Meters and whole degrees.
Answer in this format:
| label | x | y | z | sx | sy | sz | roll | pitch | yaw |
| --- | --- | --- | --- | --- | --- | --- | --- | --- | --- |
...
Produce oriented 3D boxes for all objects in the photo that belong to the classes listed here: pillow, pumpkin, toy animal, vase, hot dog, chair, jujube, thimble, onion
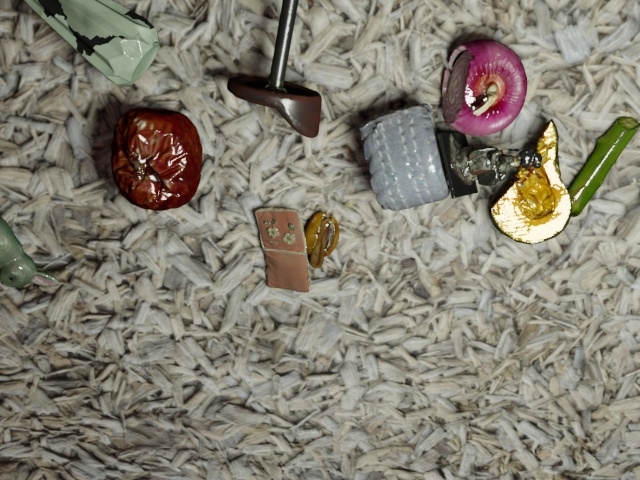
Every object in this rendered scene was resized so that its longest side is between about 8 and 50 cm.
| label | x | y | z | sx | sy | sz | roll | pitch | yaw |
| --- | --- | --- | --- | --- | --- | --- | --- | --- | --- |
| pillow | -0.091 | 0.024 | 1.727 | 0.126 | 0.043 | 0.232 | 3 | 114 | 25 |
| pumpkin | 0.488 | -0.133 | 1.625 | 0.190 | 0.139 | 0.280 | -10 | 96 | 17 |
| toy animal | -0.780 | 0.052 | 1.716 | 0.125 | 0.127 | 0.251 | -38 | 109 | 10 |
| vase | -0.537 | -0.501 | 1.501 | 0.360 | 0.165 | 0.165 | 36 | 106 | -7 |
| hot dog | -0.002 | -0.001 | 1.724 | 0.090 | 0.060 | 0.140 | 24 | 113 | -3 |
| chair | -0.077 | -0.437 | 1.480 | 0.227 | 0.226 | 0.401 | 9 | 110 | -3 |
| jujube | -0.383 | -0.190 | 1.589 | 0.213 | 0.213 | 0.232 | 5 | 105 | -1 |
| thimble | 0.196 | -0.191 | 1.575 | 0.172 | 0.205 | 0.236 | -12 | 112 | 11 |
| onion | 0.379 | -0.344 | 1.544 | 0.201 | 0.200 | 0.207 | -5 | 78 | 2 |

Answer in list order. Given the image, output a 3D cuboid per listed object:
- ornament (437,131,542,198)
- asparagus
| label | x | y | z | sx | sy | sz | roll | pitch | yaw |
| --- | --- | --- | --- | --- | --- | --- | --- | --- | --- |
| ornament | 0.401 | -0.191 | 1.544 | 0.196 | 0.166 | 0.153 | -9 | 94 | 33 |
| asparagus | 0.675 | -0.180 | 1.654 | 0.067 | 0.060 | 0.277 | 28 | 107 | 2 |
